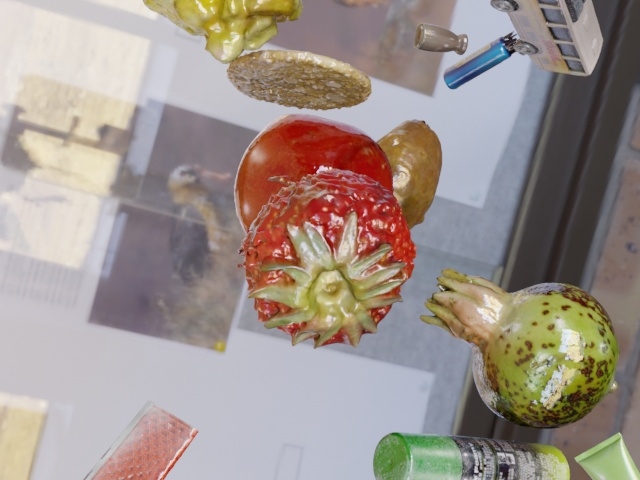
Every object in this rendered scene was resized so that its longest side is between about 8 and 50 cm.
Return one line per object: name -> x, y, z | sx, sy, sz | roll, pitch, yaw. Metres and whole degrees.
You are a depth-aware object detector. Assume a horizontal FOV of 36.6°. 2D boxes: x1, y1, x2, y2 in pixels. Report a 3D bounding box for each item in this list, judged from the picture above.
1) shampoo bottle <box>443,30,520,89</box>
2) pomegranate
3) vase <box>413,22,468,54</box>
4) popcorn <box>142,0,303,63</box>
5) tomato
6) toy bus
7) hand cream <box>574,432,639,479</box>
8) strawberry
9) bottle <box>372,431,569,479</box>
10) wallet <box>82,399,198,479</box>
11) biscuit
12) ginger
shampoo bottle -> 0.361, -0.400, 2.143 | 0.183, 0.050, 0.087 | -29, 12, 27
pomegranate -> 0.293, 0.135, 1.384 | 0.276, 0.204, 0.222 | 50, 138, 20
vase -> 0.241, -0.399, 1.932 | 0.053, 0.101, 0.053 | -173, 90, -72
popcorn -> -0.122, -0.352, 1.237 | 0.212, 0.259, 0.259 | -135, 61, -81
tomato -> -0.012, -0.095, 1.943 | 0.325, 0.293, 0.289 | -40, -34, -43
toy bus -> 0.382, -0.386, 1.627 | 0.138, 0.342, 0.097 | 19, 82, 28
hand cream -> 0.536, 0.436, 1.703 | 0.095, 0.046, 0.175 | -37, 74, 23
strawberry -> -0.002, -0.001, 1.563 | 0.343, 0.292, 0.292 | -109, 38, -57
bottle -> 0.229, 0.339, 1.440 | 0.093, 0.330, 0.093 | -23, 61, 49
wallet -> -0.259, 0.315, 1.313 | 0.103, 0.020, 0.196 | 20, 60, 33
biscuit -> -0.031, -0.226, 1.379 | 0.220, 0.220, 0.033 | 164, 115, -68
ginger -> 0.188, -0.145, 2.328 | 0.269, 0.200, 0.223 | -37, 43, 13
